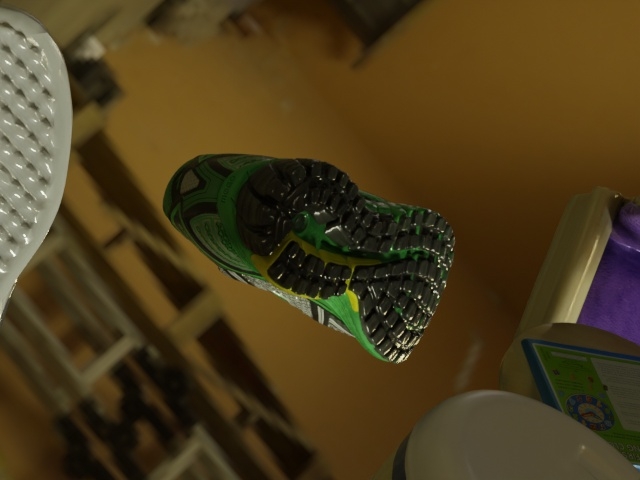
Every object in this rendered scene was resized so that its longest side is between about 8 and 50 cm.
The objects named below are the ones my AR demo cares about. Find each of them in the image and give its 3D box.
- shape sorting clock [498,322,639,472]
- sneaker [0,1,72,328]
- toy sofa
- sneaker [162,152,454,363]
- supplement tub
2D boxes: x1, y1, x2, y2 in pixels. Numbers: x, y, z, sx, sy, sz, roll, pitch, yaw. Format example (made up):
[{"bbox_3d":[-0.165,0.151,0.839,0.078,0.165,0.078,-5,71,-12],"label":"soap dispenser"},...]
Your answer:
[{"bbox_3d":[0.228,0.143,1.484,0.040,0.206,0.206,-62,171,32],"label":"shape sorting clock"},{"bbox_3d":[-0.227,0.011,1.084,0.127,0.126,0.321,-130,-125,-65],"label":"sneaker"},{"bbox_3d":[0.363,0.090,1.643,0.177,0.362,0.150,-176,-72,-80],"label":"toy sofa"},{"bbox_3d":[0.000,0.000,1.640,0.343,0.146,0.134,36,77,-53],"label":"sneaker"},{"bbox_3d":[0.082,0.281,1.327,0.316,0.228,0.228,-53,177,28],"label":"supplement tub"}]
